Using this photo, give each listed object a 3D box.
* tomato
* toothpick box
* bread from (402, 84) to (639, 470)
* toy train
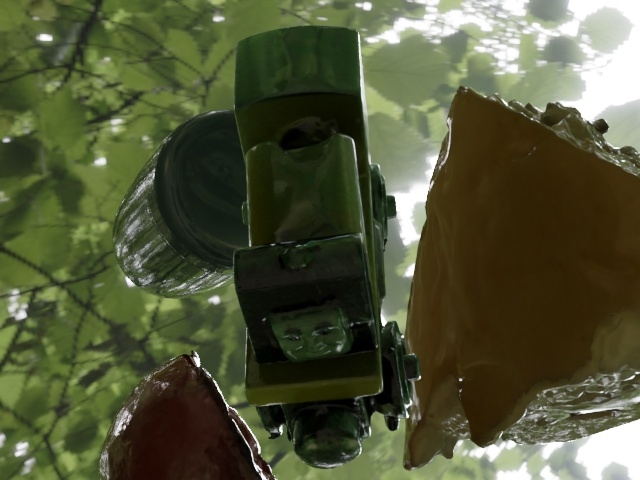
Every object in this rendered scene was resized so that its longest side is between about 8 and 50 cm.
[{"bbox_3d":[-0.055,0.180,0.752,0.101,0.228,0.228,-33,-95,-6],"label":"tomato"},{"bbox_3d":[-0.093,-0.019,1.011,0.120,0.120,0.184,64,-28,2],"label":"toothpick box"},{"bbox_3d":[0.166,0.057,0.710,0.211,0.183,0.224,34,-68,49],"label":"bread"},{"bbox_3d":[0.000,0.000,0.373,0.050,0.122,0.081,-5,-43,2],"label":"toy train"}]
